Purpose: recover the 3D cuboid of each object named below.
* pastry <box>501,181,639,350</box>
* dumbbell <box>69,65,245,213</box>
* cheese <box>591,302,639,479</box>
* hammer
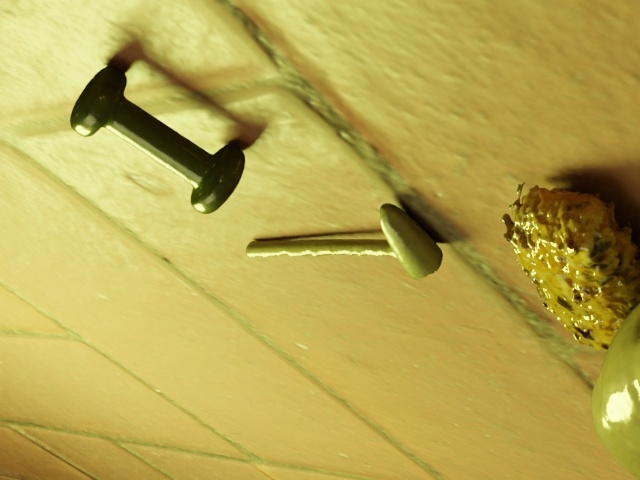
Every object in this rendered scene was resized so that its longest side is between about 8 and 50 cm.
[{"bbox_3d":[0.163,0.020,0.723,0.080,0.056,0.140,15,160,47],"label":"pastry"},{"bbox_3d":[-0.107,-0.066,0.800,0.118,0.052,0.046,33,127,-20],"label":"dumbbell"},{"bbox_3d":[0.256,0.067,0.631,0.235,0.117,0.218,-7,139,25],"label":"cheese"},{"bbox_3d":[0.000,0.000,0.874,0.195,0.028,0.060,-2,140,48],"label":"hammer"}]
